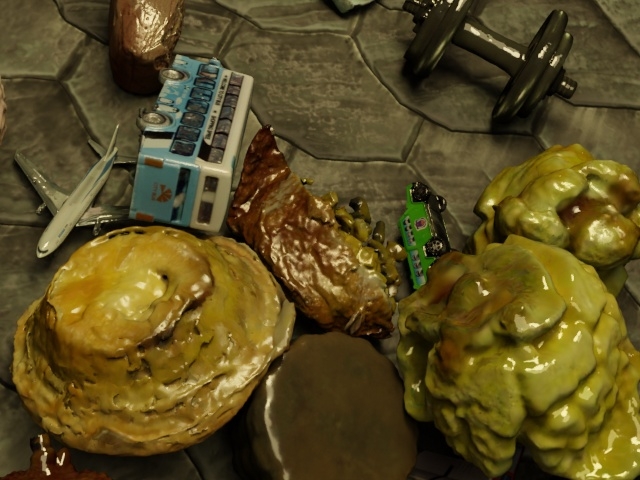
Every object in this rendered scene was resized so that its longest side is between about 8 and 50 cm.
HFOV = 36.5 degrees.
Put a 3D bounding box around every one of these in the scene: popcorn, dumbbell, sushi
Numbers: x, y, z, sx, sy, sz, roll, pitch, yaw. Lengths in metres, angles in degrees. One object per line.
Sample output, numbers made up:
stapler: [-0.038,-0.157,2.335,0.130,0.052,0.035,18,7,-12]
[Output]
popcorn: [0.220,0.139,1.118,0.237,0.293,0.293,45,52,-37]
popcorn: [0.323,-0.010,1.304,0.225,0.276,0.276,0,64,-10]
dumbbell: [0.256,-0.294,1.464,0.290,0.192,0.192,29,60,0]
sushi: [0.002,0.003,1.269,0.179,0.167,0.296,-39,72,-5]

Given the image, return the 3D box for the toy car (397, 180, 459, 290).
toy car: [0.150,-0.001,1.350,0.071,0.062,0.165,27,46,-56]

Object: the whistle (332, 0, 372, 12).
whistle: [-0.044,-0.542,1.501,0.405,0.188,0.168,38,60,4]

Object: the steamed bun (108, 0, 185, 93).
steamed bun: [-0.240,-0.303,1.352,0.106,0.145,0.175,4,68,-15]

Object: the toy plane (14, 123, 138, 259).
toy plane: [-0.308,-0.054,1.254,0.226,0.058,0.226,20,56,3]

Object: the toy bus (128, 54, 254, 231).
toy bus: [-0.164,-0.131,1.239,0.131,0.106,0.297,13,33,-5]

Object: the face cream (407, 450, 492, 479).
face cream: [0.081,0.356,1.131,0.274,0.154,0.096,-46,106,-22]

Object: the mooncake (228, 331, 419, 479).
mooncake: [0.001,0.228,1.155,0.228,0.124,0.228,13,63,-26]

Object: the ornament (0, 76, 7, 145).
ornament: [-0.495,-0.166,1.146,0.259,0.259,0.225,44,83,8]

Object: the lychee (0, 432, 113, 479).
lychee: [-0.276,0.320,1.005,0.200,0.200,0.238,-5,86,-18]

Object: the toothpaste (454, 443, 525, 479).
toothpaste: [0.155,0.377,1.164,0.066,0.076,0.320,30,60,0]

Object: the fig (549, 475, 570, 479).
fig: [0.376,0.340,1.145,0.186,0.249,0.204,-40,83,-20]

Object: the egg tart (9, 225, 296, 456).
egg tart: [-0.204,0.084,1.107,0.341,0.129,0.341,-7,41,6]
